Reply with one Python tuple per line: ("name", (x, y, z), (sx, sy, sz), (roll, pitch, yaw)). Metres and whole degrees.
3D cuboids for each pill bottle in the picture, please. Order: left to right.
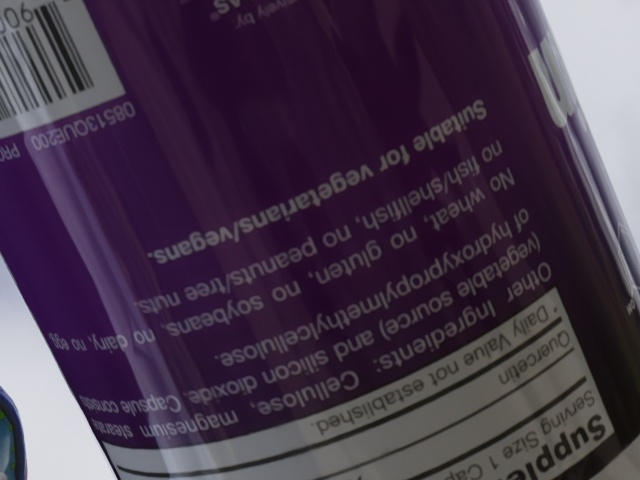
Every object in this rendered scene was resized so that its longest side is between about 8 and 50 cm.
("pill bottle", (0.000, 0.000, 0.469), (0.181, 0.181, 0.323), (-31, -74, -23))

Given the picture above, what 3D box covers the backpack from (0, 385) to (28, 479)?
("backpack", (-0.283, 0.127, 0.574), (0.355, 0.273, 0.290), (-48, -35, -63))
